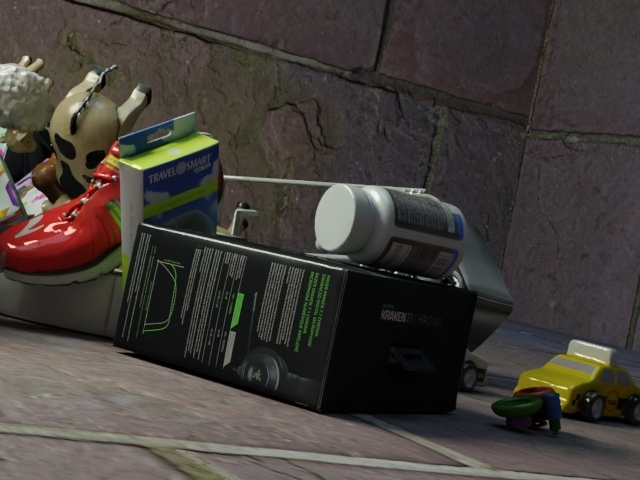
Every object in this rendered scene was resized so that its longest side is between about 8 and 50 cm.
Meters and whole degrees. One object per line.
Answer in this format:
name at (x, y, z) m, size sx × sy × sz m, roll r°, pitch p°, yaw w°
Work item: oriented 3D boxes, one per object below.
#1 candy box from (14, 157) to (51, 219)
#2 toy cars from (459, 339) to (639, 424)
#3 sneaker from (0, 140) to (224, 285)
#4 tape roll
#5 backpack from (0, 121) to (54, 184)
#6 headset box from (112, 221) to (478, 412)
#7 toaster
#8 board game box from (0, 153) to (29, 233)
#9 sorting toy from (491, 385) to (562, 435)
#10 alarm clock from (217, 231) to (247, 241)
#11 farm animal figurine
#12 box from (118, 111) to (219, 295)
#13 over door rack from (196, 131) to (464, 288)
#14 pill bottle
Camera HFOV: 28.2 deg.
candy box at (-0.404, -0.057, 1.928) m, size 0.196 × 0.070 × 0.165 m, roll 0°, pitch 37°, yaw 48°
toy cars at (0.223, 0.148, 1.545) m, size 0.393 × 0.087 × 0.176 m, roll 11°, pitch 0°, yaw -2°
sneaker at (-0.227, -0.045, 1.351) m, size 0.279 × 0.118 × 0.107 m, roll -26°, pitch 45°, yaw -32°
tape roll at (-0.251, 0.063, 1.536) m, size 0.392 × 0.072 × 0.392 m, roll 12°, pitch -1°, yaw 0°
backpack at (-0.521, -0.087, 2.090) m, size 0.191 × 0.254 × 0.225 m, roll 11°, pitch 1°, yaw 18°
headset box at (-0.013, 0.080, 1.265) m, size 0.283 × 0.131 × 0.246 m, roll 11°, pitch 0°, yaw 35°
toaster at (0.157, 0.075, 1.734) m, size 0.110 × 0.168 × 0.186 m, roll 14°, pitch 41°, yaw -37°
board game box at (-0.476, -0.061, 1.670) m, size 0.144 × 0.142 × 0.275 m, roll -24°, pitch -1°, yaw -10°
sorting toy at (0.214, 0.176, 1.284) m, size 0.061 × 0.042 × 0.102 m, roll -6°, pitch 3°, yaw 31°
alarm clock at (-0.163, 0.011, 1.506) m, size 0.129 × 0.064 × 0.192 m, roll 12°, pitch -2°, yaw 21°
farm animal figurine at (-0.278, -0.071, 1.671) m, size 0.330 × 0.172 × 0.327 m, roll 11°, pitch -42°, yaw 22°
box at (-0.155, -0.032, 1.313) m, size 0.042 × 0.178 × 0.109 m, roll 25°, pitch 35°, yaw 34°
over door rack at (0.000, 0.000, 1.526) m, size 0.324 × 0.108 × 0.239 m, roll 15°, pitch -20°, yaw 18°
pill bottle at (0.068, -0.010, 1.231) m, size 0.137 × 0.078 × 0.078 m, roll 13°, pitch -1°, yaw -34°
